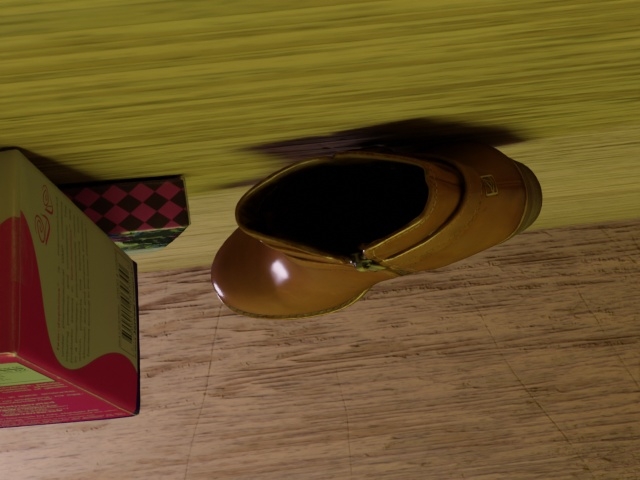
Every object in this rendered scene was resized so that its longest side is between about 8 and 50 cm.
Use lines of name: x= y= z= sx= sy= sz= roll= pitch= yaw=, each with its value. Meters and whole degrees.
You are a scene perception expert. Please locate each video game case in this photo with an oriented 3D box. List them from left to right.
video game case: x=-0.227 y=-0.006 z=0.837 sx=0.232 sy=0.041 sz=0.210 roll=-6 pitch=176 yaw=-15

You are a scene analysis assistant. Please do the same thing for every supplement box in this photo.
supplement box: x=-0.189 y=0.040 z=0.660 sx=0.114 sy=0.111 sz=0.220 roll=-5 pitch=162 yaw=4

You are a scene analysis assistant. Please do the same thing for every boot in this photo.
boot: x=0.000 y=0.000 z=0.765 sx=0.284 sy=0.109 sz=0.220 roll=-10 pitch=177 yaw=27
